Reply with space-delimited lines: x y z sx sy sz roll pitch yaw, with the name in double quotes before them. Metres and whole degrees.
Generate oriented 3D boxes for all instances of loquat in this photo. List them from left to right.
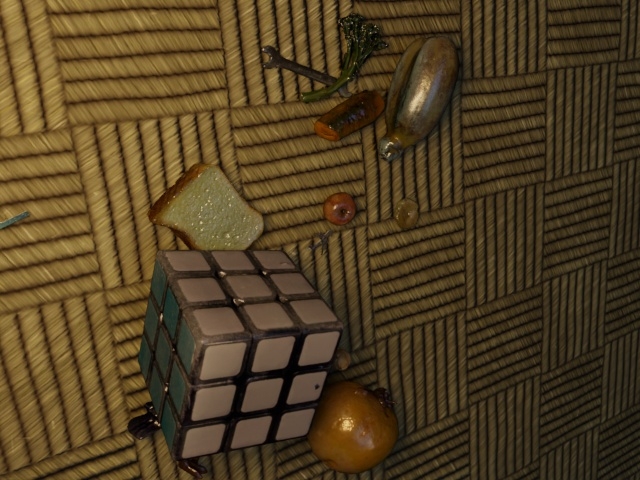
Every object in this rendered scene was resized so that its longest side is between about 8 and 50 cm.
"loquat" 0.083 0.464 1.537 0.244 0.244 0.244 -8 106 -29

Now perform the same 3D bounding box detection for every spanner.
"spanner" -0.027 -0.384 1.389 0.254 0.015 0.054 12 97 -32

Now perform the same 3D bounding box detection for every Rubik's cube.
"Rubik's cube" -0.176 0.212 1.236 0.303 0.305 0.301 -1 120 -33

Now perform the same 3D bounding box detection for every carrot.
"carrot" 0.072 -0.292 1.433 0.173 0.082 0.082 -38 118 -18

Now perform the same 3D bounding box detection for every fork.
"fork" -0.648 0.004 1.107 0.235 0.021 0.039 -31 120 -23

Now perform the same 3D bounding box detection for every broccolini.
"broccolini" 0.038 -0.419 1.388 0.271 0.062 0.123 -46 105 -18

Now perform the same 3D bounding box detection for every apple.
"apple" 0.046 -0.077 1.476 0.084 0.071 0.084 -5 104 -22

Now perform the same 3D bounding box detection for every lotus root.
"lotus root" 0.240 -0.338 1.480 0.140 0.158 0.322 13 102 -33

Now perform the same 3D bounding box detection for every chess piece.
"chess piece" 0.026 0.282 1.517 0.066 0.122 0.066 -8 106 -30

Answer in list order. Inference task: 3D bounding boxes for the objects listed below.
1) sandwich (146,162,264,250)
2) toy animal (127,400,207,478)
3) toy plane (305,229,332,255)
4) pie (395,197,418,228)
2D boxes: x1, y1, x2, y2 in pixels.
"sandwich" -0.240 -0.044 1.313 0.186 0.065 0.215 -46 121 -14
"toy animal" -0.278 0.419 1.371 0.298 0.122 0.185 25 99 -26
"toy plane" 0.001 0.002 1.493 0.084 0.024 0.078 -37 136 -19
"pie" 0.229 -0.072 1.615 0.084 0.020 0.084 -7 103 -31
